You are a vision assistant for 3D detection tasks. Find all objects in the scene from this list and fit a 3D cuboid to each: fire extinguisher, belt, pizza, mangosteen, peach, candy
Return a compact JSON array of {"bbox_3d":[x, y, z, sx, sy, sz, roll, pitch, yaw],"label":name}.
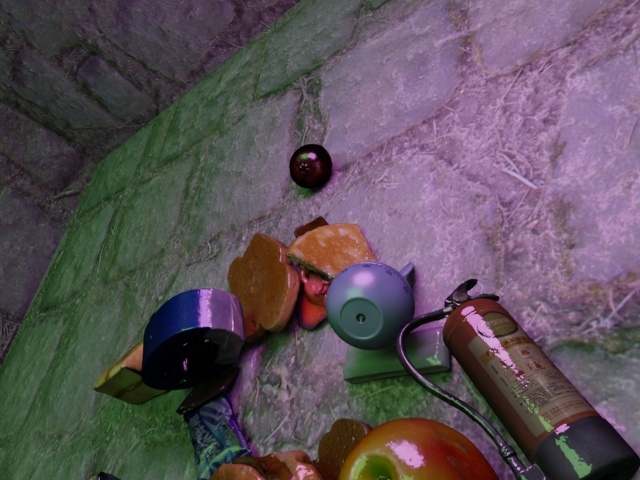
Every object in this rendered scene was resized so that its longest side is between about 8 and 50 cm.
[{"bbox_3d":[0.248,0.189,0.714,0.376,0.201,0.113,-117,34,-52],"label":"fire extinguisher"},{"bbox_3d":[-0.318,0.255,1.205,0.347,0.213,0.117,-48,39,37],"label":"belt"},{"bbox_3d":[0.047,0.031,1.119,0.181,0.034,0.262,-33,39,-22],"label":"pizza"},{"bbox_3d":[-0.022,-0.214,1.388,0.140,0.140,0.140,-28,43,29],"label":"mangosteen"},{"bbox_3d":[0.139,0.354,0.655,0.231,0.231,0.230,-28,43,29],"label":"peach"},{"bbox_3d":[-0.241,0.440,1.113,0.145,0.070,0.275,-43,32,0],"label":"candy"}]

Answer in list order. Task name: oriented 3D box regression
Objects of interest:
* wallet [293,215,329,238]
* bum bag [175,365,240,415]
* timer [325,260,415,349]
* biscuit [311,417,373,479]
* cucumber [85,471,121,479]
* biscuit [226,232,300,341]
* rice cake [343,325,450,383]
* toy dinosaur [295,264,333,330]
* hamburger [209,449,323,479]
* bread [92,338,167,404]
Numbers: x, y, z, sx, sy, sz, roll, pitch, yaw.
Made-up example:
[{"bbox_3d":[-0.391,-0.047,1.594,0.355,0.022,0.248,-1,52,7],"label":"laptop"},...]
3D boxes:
[{"bbox_3d":[0.000,0.000,1.236,0.095,0.026,0.176,-30,38,-9],"label":"wallet"},{"bbox_3d":[-0.274,0.363,1.198,0.159,0.026,0.109,-33,7,20],"label":"bum bag"},{"bbox_3d":[0.112,0.123,0.913,0.176,0.255,0.175,-6,79,29],"label":"timer"},{"bbox_3d":[0.030,0.466,0.818,0.184,0.047,0.319,-32,41,31],"label":"biscuit"},{"bbox_3d":[-0.525,0.648,1.189,0.116,0.192,0.086,-27,36,-16],"label":"cucumber"},{"bbox_3d":[-0.159,0.122,1.270,0.376,0.051,0.269,22,91,57],"label":"biscuit"},{"bbox_3d":[0.137,0.215,0.914,0.222,0.042,0.080,-21,48,36],"label":"rice cake"},{"bbox_3d":[-0.032,0.129,1.168,0.286,0.070,0.138,32,108,55],"label":"toy dinosaur"},{"bbox_3d":[-0.116,0.461,0.825,0.209,0.162,0.329,-114,37,-50],"label":"hamburger"},{"bbox_3d":[-0.536,0.326,1.439,0.168,0.163,0.263,-35,39,23],"label":"bread"}]
